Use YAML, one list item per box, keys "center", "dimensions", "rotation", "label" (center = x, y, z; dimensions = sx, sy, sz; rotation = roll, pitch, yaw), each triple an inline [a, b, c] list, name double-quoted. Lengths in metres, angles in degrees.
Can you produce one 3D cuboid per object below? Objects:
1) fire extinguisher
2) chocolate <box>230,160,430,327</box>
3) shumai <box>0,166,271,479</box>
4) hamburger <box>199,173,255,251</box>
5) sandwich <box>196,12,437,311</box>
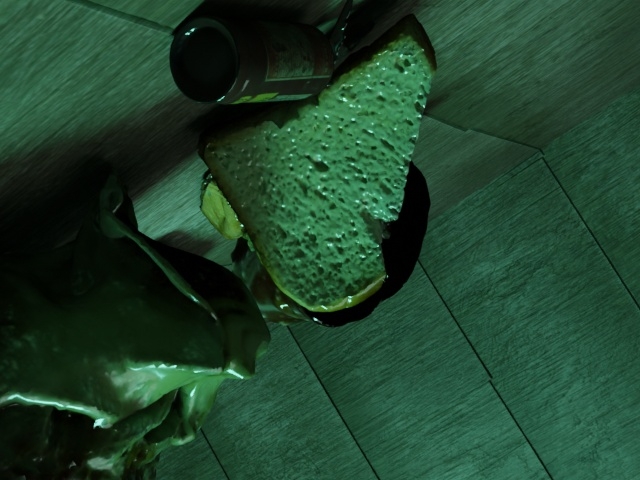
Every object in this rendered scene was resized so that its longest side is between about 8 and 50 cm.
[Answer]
- center: [-0.023, -0.176, 0.877]
  dimensions: [0.106, 0.075, 0.252]
  rotation: [-37, 169, 31]
  label: "fire extinguisher"
- center: [0.000, 0.000, 1.450]
  dimensions: [0.210, 0.225, 0.340]
  rotation: [-15, -155, 48]
  label: "chocolate"
- center: [-0.231, 0.132, 1.000]
  dimensions: [0.348, 0.395, 0.395]
  rotation: [-29, 171, -1]
  label: "shumai"
- center: [-0.099, -0.046, 1.273]
  dimensions: [0.087, 0.102, 0.176]
  rotation: [-41, 175, -19]
  label: "hamburger"
- center: [0.038, -0.073, 1.043]
  dimensions: [0.288, 0.254, 0.099]
  rotation: [-30, -169, 13]
  label: "sandwich"
